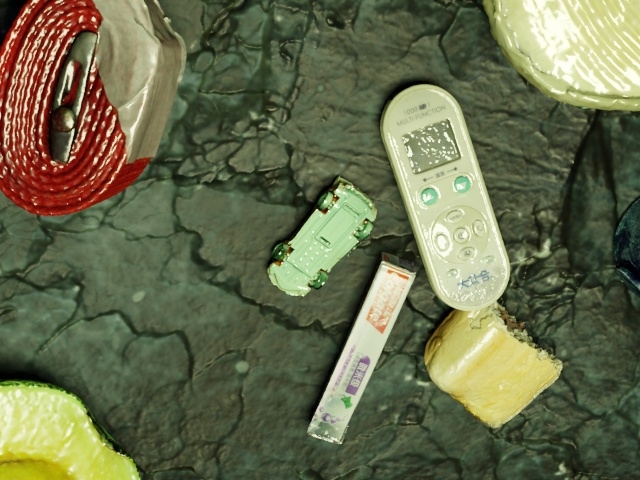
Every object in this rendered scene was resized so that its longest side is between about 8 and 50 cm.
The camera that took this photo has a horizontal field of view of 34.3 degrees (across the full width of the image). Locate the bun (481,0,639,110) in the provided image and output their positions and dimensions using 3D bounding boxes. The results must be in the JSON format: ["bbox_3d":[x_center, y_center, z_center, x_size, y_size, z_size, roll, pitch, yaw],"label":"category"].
[{"bbox_3d":[0.257,-0.241,0.895,0.259,0.152,0.260,3,106,11],"label":"bun"}]

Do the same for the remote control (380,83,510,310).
[{"bbox_3d":[0.117,-0.040,0.981,0.078,0.042,0.222,-20,99,-4],"label":"remote control"}]

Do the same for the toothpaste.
[{"bbox_3d":[0.041,0.108,1.038,0.040,0.047,0.196,22,104,-4],"label":"toothpaste"}]

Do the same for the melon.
[{"bbox_3d":[-0.279,0.222,0.972,0.169,0.129,0.265,-41,111,-20],"label":"melon"}]

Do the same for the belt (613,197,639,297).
[{"bbox_3d":[0.396,0.013,1.061,0.190,0.082,0.142,5,103,-16],"label":"belt"}]

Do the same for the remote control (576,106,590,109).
[{"bbox_3d":[0.328,-0.201,0.988,0.222,0.042,0.072,-34,112,2],"label":"remote control"}]

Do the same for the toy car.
[{"bbox_3d":[0.000,0.000,0.992,0.059,0.035,0.122,36,107,-22],"label":"toy car"}]

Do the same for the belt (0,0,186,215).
[{"bbox_3d":[-0.191,-0.123,0.859,0.128,0.124,0.201,21,100,1],"label":"belt"}]

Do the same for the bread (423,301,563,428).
[{"bbox_3d":[0.167,0.118,1.051,0.106,0.082,0.125,-42,123,15],"label":"bread"}]
